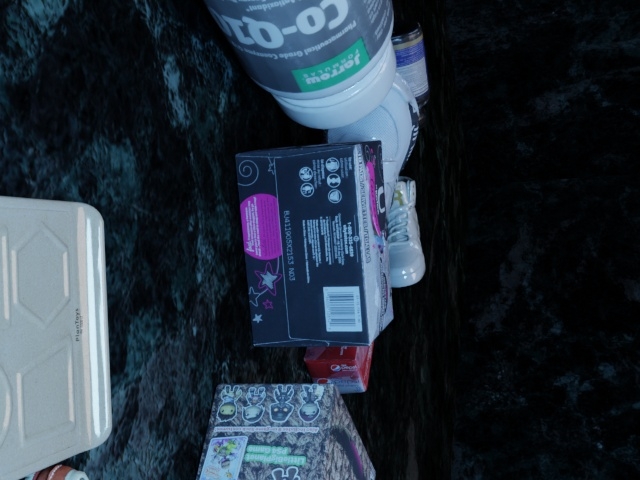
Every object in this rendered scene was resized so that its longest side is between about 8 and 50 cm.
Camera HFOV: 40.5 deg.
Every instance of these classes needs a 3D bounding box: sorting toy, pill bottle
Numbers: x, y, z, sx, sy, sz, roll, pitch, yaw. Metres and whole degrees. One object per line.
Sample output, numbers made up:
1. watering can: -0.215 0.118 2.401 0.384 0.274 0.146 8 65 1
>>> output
1. sorting toy: -0.218 0.066 0.587 0.208 0.038 0.193 0 88 -70
2. pill bottle: 0.168 -0.347 1.848 0.123 0.122 0.219 -69 152 -55
3. pill bottle: -0.029 -0.292 0.998 0.361 0.204 0.204 55 36 -61

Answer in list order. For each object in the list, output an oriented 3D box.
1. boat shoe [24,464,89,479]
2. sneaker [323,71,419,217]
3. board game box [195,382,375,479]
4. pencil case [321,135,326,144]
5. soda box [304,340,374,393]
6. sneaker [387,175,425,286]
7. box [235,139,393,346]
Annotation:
1. boat shoe: -0.182 0.225 0.660 0.049 0.043 0.137 -71 155 -57
2. sneaker: 0.051 -0.062 1.245 0.366 0.137 0.210 100 3 -49
3. board game box: -0.041 0.339 0.955 0.232 0.141 0.291 68 24 -49
4. pencil case: 0.051 -0.197 1.412 0.098 0.095 0.209 146 -41 -67
5. soda box: 0.043 0.116 1.399 0.263 0.083 0.092 -78 159 -43
6. sneaker: 0.154 -0.033 1.799 0.292 0.108 0.169 -82 162 -64
7. box: 0.000 0.000 1.118 0.142 0.163 0.247 -30 117 -71
